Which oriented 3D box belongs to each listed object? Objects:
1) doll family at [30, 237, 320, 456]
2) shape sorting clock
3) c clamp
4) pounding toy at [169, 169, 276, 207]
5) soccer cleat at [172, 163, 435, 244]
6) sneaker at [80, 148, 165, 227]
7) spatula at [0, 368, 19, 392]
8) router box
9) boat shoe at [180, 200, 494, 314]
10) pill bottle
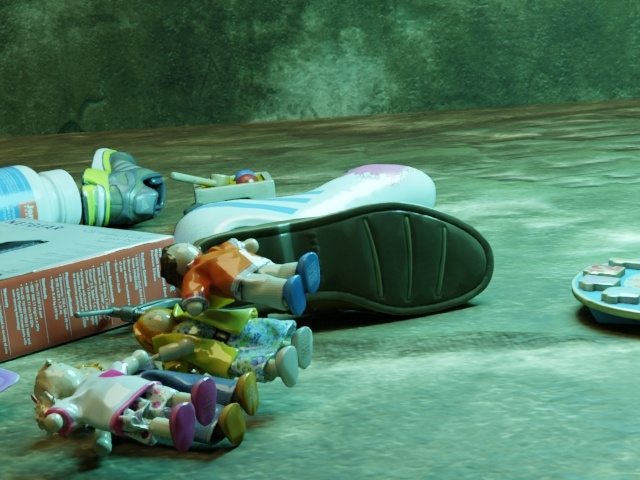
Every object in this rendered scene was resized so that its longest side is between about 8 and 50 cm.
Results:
[{"bbox_3d":[-0.114,0.101,0.974,0.163,0.118,0.263,7,34,28],"label":"doll family"},{"bbox_3d":[0.333,0.040,1.149,0.206,0.040,0.206,-6,11,1],"label":"shape sorting clock"},{"bbox_3d":[-0.140,0.077,1.260,0.160,0.022,0.137,4,8,25],"label":"c clamp"},{"bbox_3d":[-0.136,-0.061,1.772,0.141,0.100,0.130,-7,11,-6],"label":"pounding toy"},{"bbox_3d":[0.000,0.000,1.420,0.331,0.116,0.143,-13,28,-21],"label":"soccer cleat"},{"bbox_3d":[-0.305,-0.076,1.995,0.121,0.111,0.300,3,16,-4],"label":"sneaker"},{"bbox_3d":[-0.383,0.154,0.989,0.296,0.030,0.084,-15,13,-36],"label":"spatula"},{"bbox_3d":[-0.370,0.052,1.368,0.301,0.082,0.335,-16,15,-41],"label":"router box"},{"bbox_3d":[0.012,0.018,1.243,0.307,0.111,0.104,1,-1,-13],"label":"boat shoe"},{"bbox_3d":[-0.455,-0.038,1.773,0.221,0.124,0.124,-16,14,-38],"label":"pill bottle"}]
